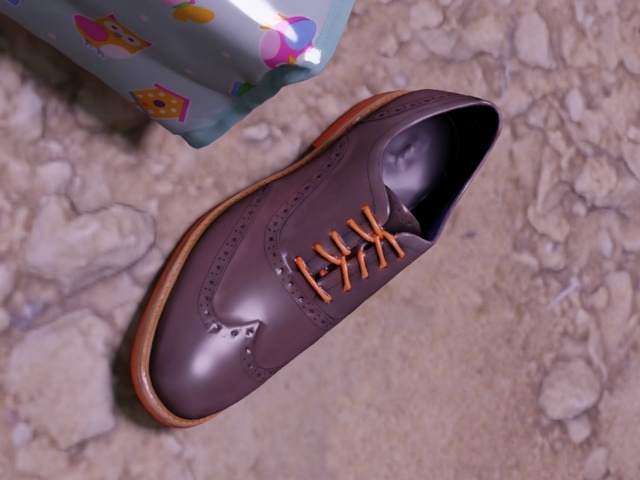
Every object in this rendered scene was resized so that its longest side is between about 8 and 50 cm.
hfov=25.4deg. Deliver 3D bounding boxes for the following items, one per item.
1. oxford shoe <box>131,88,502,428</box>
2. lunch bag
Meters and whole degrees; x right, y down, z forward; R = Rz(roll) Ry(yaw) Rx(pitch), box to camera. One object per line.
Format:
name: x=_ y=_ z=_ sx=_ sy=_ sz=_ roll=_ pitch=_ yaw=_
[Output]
oxford shoe: x=0.000 y=0.000 z=0.814 sx=0.271 sy=0.098 sz=0.097 roll=-48 pitch=110 yaw=-23
lunch bag: x=-0.073 y=-0.221 z=0.754 sx=0.223 sy=0.160 sz=0.262 roll=35 pitch=60 yaw=-21
